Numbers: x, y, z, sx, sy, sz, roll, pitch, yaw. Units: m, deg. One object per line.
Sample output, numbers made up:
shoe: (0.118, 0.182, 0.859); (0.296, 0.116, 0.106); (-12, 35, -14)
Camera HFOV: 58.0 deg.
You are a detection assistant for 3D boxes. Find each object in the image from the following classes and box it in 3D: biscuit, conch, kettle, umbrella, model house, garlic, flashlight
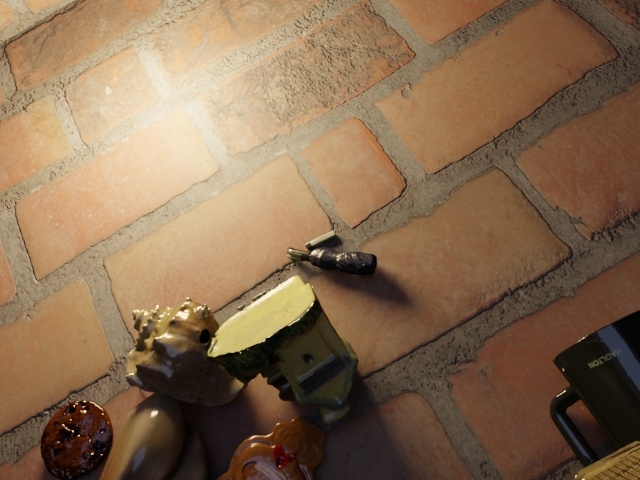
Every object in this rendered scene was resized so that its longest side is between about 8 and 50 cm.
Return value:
biscuit: (-0.607, 0.496, 1.434); (0.192, 0.049, 0.191); (-4, 69, 10)
conch: (-0.325, 0.258, 1.367); (0.324, 0.186, 0.263); (19, 38, 16)
kettle: (0.608, 0.325, 1.120); (0.262, 0.203, 0.307); (-27, 66, -1)
umbrella: (0.023, 0.053, 1.469); (0.249, 0.071, 0.070); (4, 67, 20)
model house: (-0.064, 0.261, 1.266); (0.261, 0.321, 0.266); (-34, 103, -3)
garlic: (-0.362, 0.499, 1.325); (0.246, 0.232, 0.339); (-35, 30, 45)
biscuit: (-0.119, 0.528, 1.247); (0.202, 0.047, 0.334); (34, 62, 21)
flashlight: (0.000, 0.000, 1.518); (0.083, 0.018, 0.018); (-26, 63, 1)

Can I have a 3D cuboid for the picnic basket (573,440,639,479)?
picnic basket: (0.527, 0.514, 0.959); (0.175, 0.228, 0.312); (17, 110, 54)
